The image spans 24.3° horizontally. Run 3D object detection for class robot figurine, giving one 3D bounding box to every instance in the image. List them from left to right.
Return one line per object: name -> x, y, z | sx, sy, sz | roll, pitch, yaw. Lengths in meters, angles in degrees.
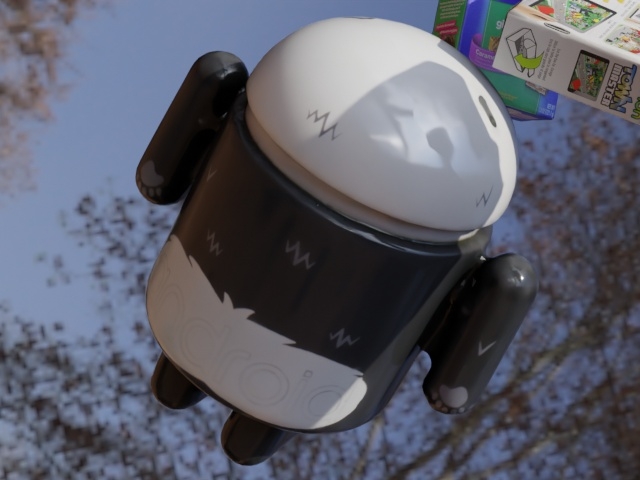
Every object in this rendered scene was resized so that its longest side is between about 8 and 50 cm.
robot figurine -> 0.003, 0.000, 0.885 | 0.278, 0.209, 0.173 | -61, -157, 27

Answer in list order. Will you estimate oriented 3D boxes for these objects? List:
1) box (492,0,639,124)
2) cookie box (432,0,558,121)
box -> 0.190, -0.129, 0.878 | 0.114, 0.207, 0.036 | 25, -57, 16
cookie box -> 0.123, -0.143, 1.004 | 0.040, 0.092, 0.107 | 5, -97, 58
